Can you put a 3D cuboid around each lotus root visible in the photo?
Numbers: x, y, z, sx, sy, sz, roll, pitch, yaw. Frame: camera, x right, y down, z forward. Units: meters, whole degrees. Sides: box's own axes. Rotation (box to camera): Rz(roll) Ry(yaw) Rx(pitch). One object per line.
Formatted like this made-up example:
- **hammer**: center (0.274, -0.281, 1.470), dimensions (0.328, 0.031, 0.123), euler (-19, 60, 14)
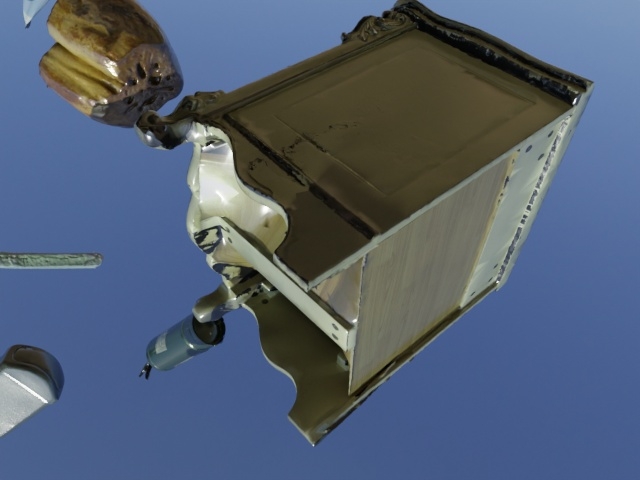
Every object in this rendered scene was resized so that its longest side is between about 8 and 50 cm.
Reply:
- **lotus root**: center (-0.477, -0.412, 1.209), dimensions (0.250, 0.316, 0.316), euler (38, -130, 17)

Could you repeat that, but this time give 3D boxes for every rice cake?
- **rice cake**: center (-0.578, 0.043, 1.142), dimensions (0.198, 0.189, 0.037), euler (1, -93, -24)

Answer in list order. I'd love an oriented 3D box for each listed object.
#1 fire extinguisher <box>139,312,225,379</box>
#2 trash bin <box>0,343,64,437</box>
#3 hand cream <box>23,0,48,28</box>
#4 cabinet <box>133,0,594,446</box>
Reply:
- **fire extinguisher**: center (-0.340, 0.249, 1.250), dimensions (0.093, 0.294, 0.118), euler (38, -139, -24)
- **trash bin**: center (-0.795, 0.387, 1.373), dimensions (0.236, 0.176, 0.101), euler (-38, -152, 5)
- **hand cream**: center (-0.366, -0.376, 0.723), dimensions (0.055, 0.088, 0.256), euler (-1, 176, -42)
- **cabinet**: center (0.036, -0.024, 0.530), dimensions (0.318, 0.289, 0.227), euler (-33, -123, -25)
